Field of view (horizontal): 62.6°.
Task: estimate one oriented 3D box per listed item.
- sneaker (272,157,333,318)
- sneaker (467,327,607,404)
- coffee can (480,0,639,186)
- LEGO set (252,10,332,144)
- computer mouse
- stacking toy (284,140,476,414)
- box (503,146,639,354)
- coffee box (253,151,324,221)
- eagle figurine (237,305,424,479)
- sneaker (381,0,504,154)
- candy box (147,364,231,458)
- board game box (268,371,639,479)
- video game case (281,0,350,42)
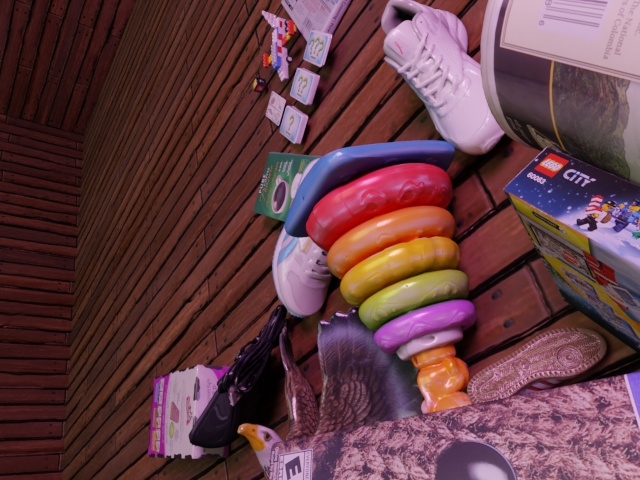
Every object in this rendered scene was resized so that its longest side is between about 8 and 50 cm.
[{"bbox_3d":[0.000,0.000,0.725,0.092,0.088,0.228,19,98,54],"label":"sneaker"},{"bbox_3d":[0.190,0.118,0.457,0.119,0.067,0.042,-29,49,13],"label":"sneaker"},{"bbox_3d":[0.254,-0.099,0.276,0.275,0.202,0.201,48,119,51],"label":"coffee can"},{"bbox_3d":[-0.074,-0.295,0.931,0.244,0.060,0.182,49,126,53],"label":"LEGO set"},{"bbox_3d":[-0.120,0.238,0.804,0.272,0.072,0.188,-58,-4,34],"label":"computer mouse"},{"bbox_3d":[0.092,0.057,0.535,0.175,0.166,0.301,-54,49,55],"label":"stacking toy"},{"bbox_3d":[0.227,0.048,0.308,0.044,0.159,0.233,-45,40,2],"label":"box"},{"bbox_3d":[-0.041,-0.083,0.850,0.184,0.041,0.113,16,93,56],"label":"coffee box"},{"bbox_3d":[-0.008,0.245,0.612,0.227,0.225,0.298,14,52,20],"label":"eagle figurine"},{"bbox_3d":[0.120,-0.184,0.575,0.090,0.115,0.232,-51,42,35],"label":"sneaker"},{"bbox_3d":[-0.254,0.332,1.008,0.233,0.071,0.159,-27,58,50],"label":"candy box"},{"bbox_3d":[0.110,0.233,0.312,0.291,0.141,0.231,-26,47,33],"label":"board game box"},{"bbox_3d":[0.010,-0.455,0.906,0.193,0.023,0.212,-56,39,30],"label":"video game case"}]
